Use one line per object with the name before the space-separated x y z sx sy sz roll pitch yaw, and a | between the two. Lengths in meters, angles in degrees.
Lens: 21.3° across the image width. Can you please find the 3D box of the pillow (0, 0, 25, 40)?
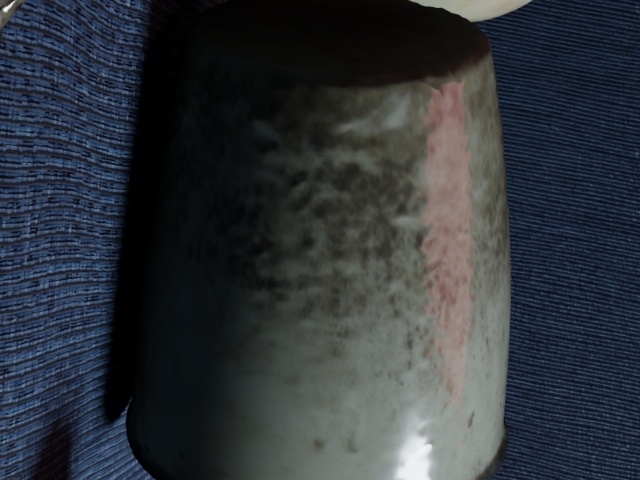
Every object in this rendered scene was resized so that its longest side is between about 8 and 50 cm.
pillow | -0.125 -0.156 0.721 0.093 0.051 0.241 95 6 -49

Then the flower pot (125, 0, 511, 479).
flower pot | 0.000 0.000 1.246 0.293 0.294 0.330 -67 160 -65

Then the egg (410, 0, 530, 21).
egg | 0.132 -0.386 1.699 0.283 0.283 0.345 95 1 -50
